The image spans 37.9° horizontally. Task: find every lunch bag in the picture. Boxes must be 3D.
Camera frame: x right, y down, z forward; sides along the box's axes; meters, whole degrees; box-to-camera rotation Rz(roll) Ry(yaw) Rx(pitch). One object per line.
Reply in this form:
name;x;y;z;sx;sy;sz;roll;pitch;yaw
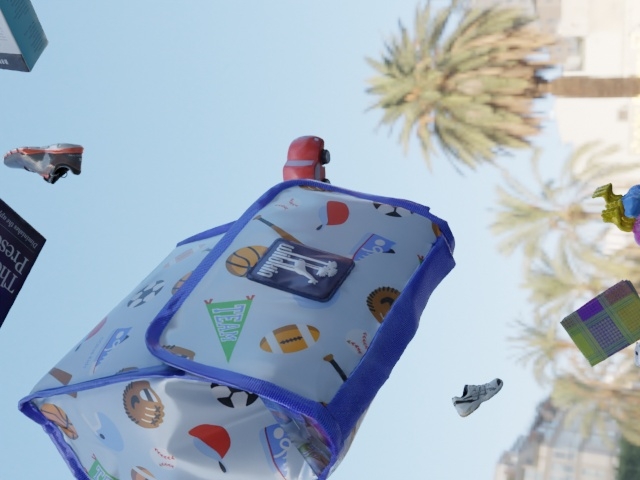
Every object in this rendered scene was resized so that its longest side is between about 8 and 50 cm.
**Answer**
lunch bag;-0.069;0.109;0.981;0.239;0.385;0.328;58;-138;-19

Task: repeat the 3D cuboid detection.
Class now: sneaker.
sneaker;0.223;0.215;1.325;0.083;0.037;0.032;-33;-9;-21
sneaker;-0.468;-0.125;1.566;0.061;0.158;0.065;-3;-91;-65

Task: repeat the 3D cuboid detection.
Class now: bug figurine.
bug figurine;0.461;-0.057;1.120;0.216;0.279;0.072;-36;-76;-53

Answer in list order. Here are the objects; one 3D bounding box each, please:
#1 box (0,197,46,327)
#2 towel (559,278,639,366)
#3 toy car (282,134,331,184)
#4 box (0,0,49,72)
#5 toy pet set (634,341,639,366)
box;-0.360;0.003;0.721;0.261;0.103;0.184;54;-129;-50
towel;0.292;0.083;0.939;0.060;0.083;0.009;58;-177;22
toy car;0.000;0.000;1.302;0.239;0.225;0.053;-61;-17;19
box;-0.407;-0.307;1.072;0.244;0.100;0.060;79;-157;-51
toy pet set;0.265;0.061;0.690;0.114;0.065;0.122;-50;-10;-3
